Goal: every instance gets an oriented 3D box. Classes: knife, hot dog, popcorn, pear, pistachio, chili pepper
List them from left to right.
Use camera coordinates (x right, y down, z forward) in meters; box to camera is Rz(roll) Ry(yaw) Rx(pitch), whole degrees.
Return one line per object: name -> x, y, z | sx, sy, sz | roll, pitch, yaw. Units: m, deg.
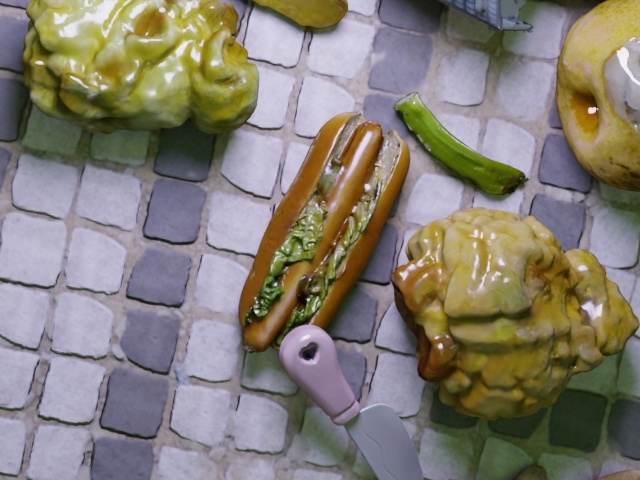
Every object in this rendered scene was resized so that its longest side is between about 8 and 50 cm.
popcorn -> -0.216, -0.245, 1.664 | 0.285, 0.174, 0.225 | 1, 85, -8
pistachio -> -0.042, -0.335, 1.743 | 0.173, 0.049, 0.090 | 26, 113, -10
hot dog -> 0.000, 0.000, 1.735 | 0.135, 0.100, 0.337 | 28, 88, -9
knife -> 0.058, 0.235, 1.755 | 0.081, 0.043, 0.336 | -39, 116, -7
chili pepper -> 0.178, -0.118, 1.786 | 0.201, 0.050, 0.052 | 37, 123, -9
popcorn -> 0.243, 0.096, 1.721 | 0.332, 0.225, 0.265 | 7, 86, -20
pear -> 0.430, -0.191, 1.727 | 0.271, 0.271, 0.271 | 0, 92, -8

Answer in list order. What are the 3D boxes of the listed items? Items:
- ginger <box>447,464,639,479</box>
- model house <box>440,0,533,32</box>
ginger -> 0.289, 0.363, 1.798 | 0.333, 0.081, 0.148 | 6, 87, -9
model house -> 0.189, -0.388, 1.668 | 0.224, 0.198, 0.215 | 33, 90, 26
